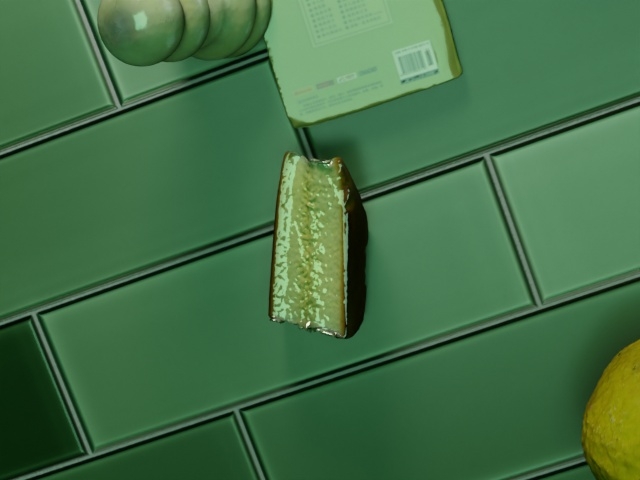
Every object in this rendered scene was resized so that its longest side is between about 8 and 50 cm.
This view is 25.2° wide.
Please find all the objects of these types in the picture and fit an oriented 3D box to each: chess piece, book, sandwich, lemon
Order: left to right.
[{"bbox_3d":[-0.178,-0.278,1.766,0.144,0.251,0.144,8,109,23],"label":"chess piece"},{"bbox_3d":[0.000,0.000,1.882,0.122,0.128,0.236,6,100,9],"label":"sandwich"},{"bbox_3d":[0.026,-0.343,1.859,0.239,0.035,0.352,-16,98,7],"label":"book"},{"bbox_3d":[0.474,0.245,1.790,0.268,0.322,0.268,-9,108,-28],"label":"lemon"}]
